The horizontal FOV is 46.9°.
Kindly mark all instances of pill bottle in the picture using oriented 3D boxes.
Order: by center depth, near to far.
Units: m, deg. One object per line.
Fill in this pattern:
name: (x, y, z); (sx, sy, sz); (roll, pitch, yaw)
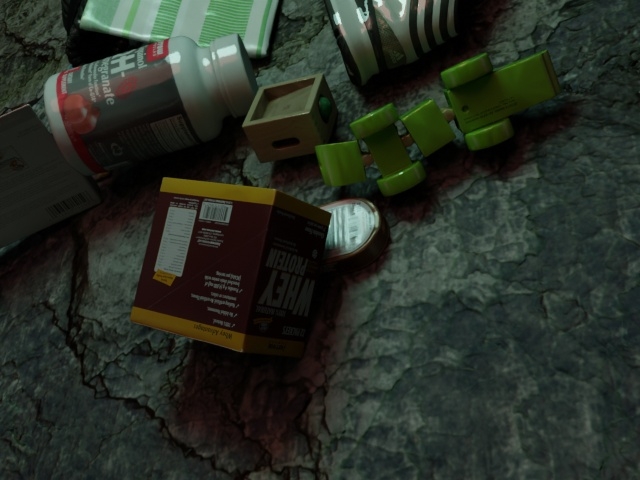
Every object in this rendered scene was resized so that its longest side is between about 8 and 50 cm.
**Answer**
pill bottle: (-0.266, -0.230, 1.210); (0.319, 0.176, 0.176); (-16, 51, 4)

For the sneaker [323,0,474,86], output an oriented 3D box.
sneaker: (0.119, -0.460, 1.207); (0.258, 0.169, 0.447); (-18, 59, 6)

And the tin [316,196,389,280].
tin: (0.000, 0.000, 1.012); (0.190, 0.040, 0.106); (-16, 48, 19)

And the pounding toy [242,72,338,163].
pounding toy: (-0.027, -0.171, 1.118); (0.141, 0.100, 0.130); (-8, 41, 22)

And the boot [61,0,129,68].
boot: (-0.441, -0.512, 1.428); (0.131, 0.347, 0.260); (-6, 32, -17)

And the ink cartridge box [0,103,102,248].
ink cartridge box: (-0.540, -0.096, 1.211); (0.275, 0.239, 0.060); (-25, 49, -3)

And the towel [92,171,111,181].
towel: (-0.406, -0.138, 1.349); (0.060, 0.009, 0.083); (-19, 51, 17)

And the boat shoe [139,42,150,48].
boat shoe: (-0.303, -0.291, 1.348); (0.277, 0.098, 0.096); (-42, 58, -1)

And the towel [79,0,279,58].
towel: (-0.239, -0.443, 1.336); (0.325, 0.038, 0.247); (11, 59, -6)

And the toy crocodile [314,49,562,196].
toy crocodile: (0.152, -0.157, 0.991); (0.341, 0.115, 0.105); (-26, 11, 10)

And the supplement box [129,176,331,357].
supplement box: (-0.114, 0.035, 0.950); (0.191, 0.129, 0.194); (9, 84, 33)

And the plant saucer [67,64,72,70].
plant saucer: (-0.463, -0.330, 1.509); (0.067, 0.018, 0.192); (-40, 47, -1)
